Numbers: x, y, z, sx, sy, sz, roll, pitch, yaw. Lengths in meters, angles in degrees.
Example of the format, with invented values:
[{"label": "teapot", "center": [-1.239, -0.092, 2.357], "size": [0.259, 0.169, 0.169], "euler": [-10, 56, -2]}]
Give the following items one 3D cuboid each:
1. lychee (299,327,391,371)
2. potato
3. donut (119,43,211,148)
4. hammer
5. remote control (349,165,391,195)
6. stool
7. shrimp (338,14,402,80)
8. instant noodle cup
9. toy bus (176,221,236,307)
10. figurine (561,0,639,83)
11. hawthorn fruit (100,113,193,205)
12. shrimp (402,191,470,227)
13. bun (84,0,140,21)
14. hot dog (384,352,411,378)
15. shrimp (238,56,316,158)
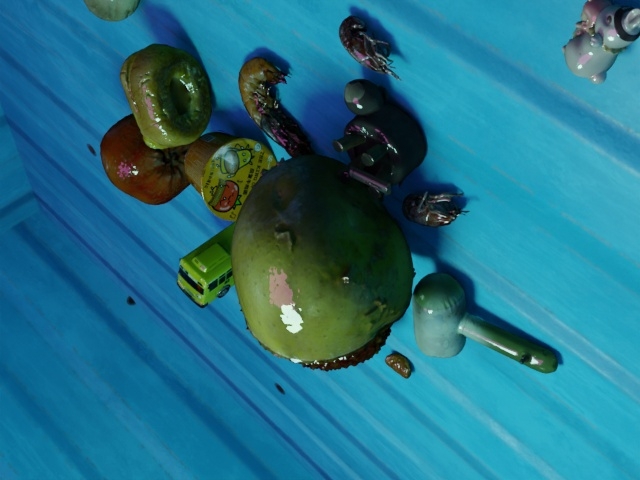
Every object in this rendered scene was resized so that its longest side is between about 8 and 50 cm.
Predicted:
[{"label": "lychee", "center": [0.038, 0.185, 2.089], "size": [0.275, 0.304, 0.276], "euler": [53, -173, -10]}, {"label": "potato", "center": [0.000, 0.000, 1.757], "size": [0.442, 0.385, 0.319], "euler": [-101, 3, -51]}, {"label": "donut", "center": [-0.376, -0.364, 2.124], "size": [0.128, 0.208, 0.261], "euler": [11, 129, 43]}, {"label": "hammer", "center": [0.346, 0.205, 1.807], "size": [0.336, 0.119, 0.206], "euler": [24, 145, 32]}, {"label": "remote control", "center": [0.092, -0.112, 1.602], "size": [0.091, 0.016, 0.034], "euler": [27, 150, 27]}, {"label": "stool", "center": [0.096, -0.194, 1.661], "size": [0.228, 0.139, 0.153], "euler": [52, 151, -5]}, {"label": "shrimp", "center": [0.096, -0.348, 1.563], "size": [0.165, 0.065, 0.056], "euler": [41, -176, 11]}, {"label": "instant noodle cup", "center": [-0.238, -0.176, 2.153], "size": [0.172, 0.216, 0.215], "euler": [34, 149, 50]}, {"label": "toy bus", "center": [-0.278, 0.058, 2.428], "size": [0.128, 0.262, 0.150], "euler": [41, 149, 20]}, {"label": "figurine", "center": [0.383, -0.290, 1.152], "size": [0.098, 0.081, 0.146], "euler": [46, 153, 12]}, {"label": "hawthorn fruit", "center": [-0.483, -0.242, 2.393], "size": [0.300, 0.275, 0.275], "euler": [37, 154, 58]}, {"label": "shrimp", "center": [0.230, -0.062, 1.694], "size": [0.190, 0.075, 0.073], "euler": [13, 102, 61]}, {"label": "bun", "center": [-0.553, -0.651, 2.157], "size": [0.221, 0.108, 0.221], "euler": [38, 151, 26]}, {"label": "hot dog", "center": [0.209, 0.330, 2.239], "size": [0.083, 0.035, 0.058], "euler": [34, 149, 31]}, {"label": "shrimp", "center": [-0.088, -0.293, 1.921], "size": [0.290, 0.054, 0.222], "euler": [52, 153, 10]}]
